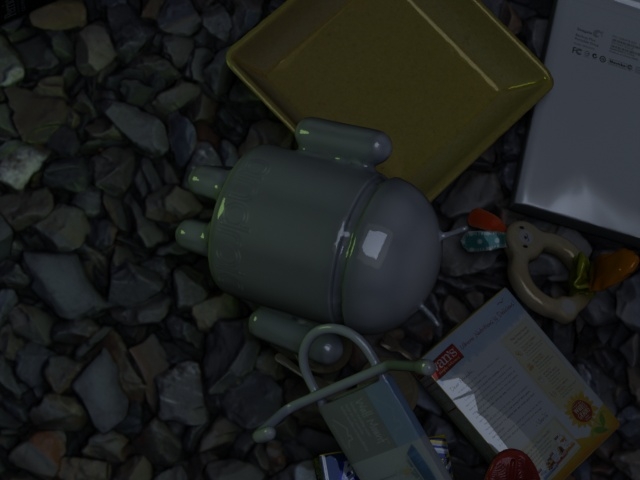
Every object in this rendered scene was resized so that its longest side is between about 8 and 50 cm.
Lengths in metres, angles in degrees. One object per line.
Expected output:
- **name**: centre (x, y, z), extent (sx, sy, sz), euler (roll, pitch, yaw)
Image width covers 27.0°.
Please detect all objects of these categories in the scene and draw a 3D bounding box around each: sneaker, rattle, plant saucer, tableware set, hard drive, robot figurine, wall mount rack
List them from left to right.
- **robot figurine**: centre (0.000, 0.000, 1.660), extent (0.353, 0.200, 0.300), euler (15, 101, 19)
- **tableware set**: centre (0.039, 0.167, 1.741), extent (0.194, 0.039, 0.128), euler (37, 61, -5)
- **plant saucer**: centre (0.091, -0.221, 1.828), extent (0.333, 0.081, 0.333), euler (-42, 86, -17)
- **wall mount rack**: centre (0.091, 0.254, 1.539), extent (0.350, 0.304, 0.130), euler (59, 38, -4)
- **sneaker**: centre (0.219, 0.345, 1.665), extent (0.087, 0.128, 0.221), euler (1, 106, -8)
- **rattle**: centre (0.297, 0.008, 1.771), extent (0.130, 0.143, 0.200), euler (-42, 87, -17)
- **hard drive**: centre (0.414, -0.178, 1.888), extent (0.233, 0.047, 0.353), euler (16, 73, -5)

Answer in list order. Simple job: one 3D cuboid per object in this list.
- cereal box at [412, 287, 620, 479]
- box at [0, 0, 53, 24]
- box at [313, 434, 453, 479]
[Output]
- **cereal box**: centre (0.256, 0.204, 1.752), extent (0.173, 0.047, 0.240), euler (-36, 83, -25)
- **box**: centre (-0.305, -0.496, 1.721), extent (0.395, 0.293, 0.212), euler (-28, 81, -15)
- **box**: centre (0.079, 0.290, 1.706), extent (0.169, 0.054, 0.059), euler (-7, 78, -12)
